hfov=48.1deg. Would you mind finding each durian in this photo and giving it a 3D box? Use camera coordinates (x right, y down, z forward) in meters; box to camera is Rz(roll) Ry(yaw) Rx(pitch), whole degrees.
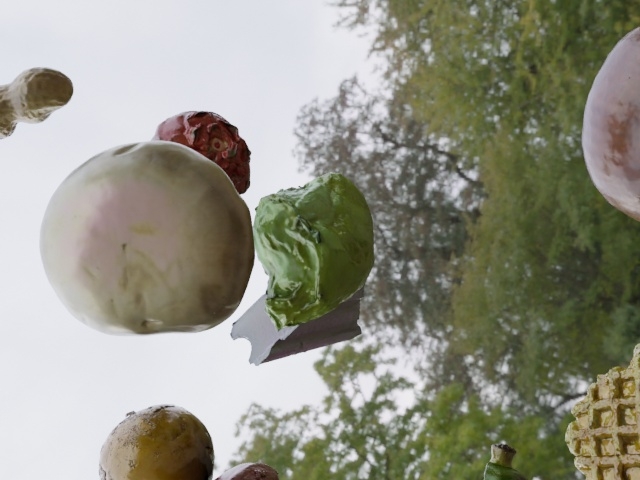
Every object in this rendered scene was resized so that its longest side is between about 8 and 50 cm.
[{"bbox_3d":[0.000,0.000,1.415,0.339,0.204,0.256,-26,-92,-44],"label":"durian"}]

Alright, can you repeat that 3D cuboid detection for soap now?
[{"bbox_3d":[-0.051,0.141,1.723,0.302,0.159,0.258,-14,-45,-26],"label":"soap"}]

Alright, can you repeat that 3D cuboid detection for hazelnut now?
[{"bbox_3d":[0.691,-0.216,1.331,0.359,0.359,0.409,-41,-42,-43],"label":"hazelnut"}]

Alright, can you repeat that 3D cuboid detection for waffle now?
[{"bbox_3d":[0.404,0.249,0.878,0.058,0.238,0.243,22,-72,-28],"label":"waffle"}]

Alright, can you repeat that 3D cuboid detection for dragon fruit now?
[{"bbox_3d":[-0.264,-0.159,1.546,0.241,0.241,0.252,-52,-24,-34],"label":"dragon fruit"}]

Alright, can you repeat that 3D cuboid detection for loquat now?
[{"bbox_3d":[-0.324,0.443,1.429,0.235,0.235,0.235,-26,-58,-51],"label":"loquat"}]

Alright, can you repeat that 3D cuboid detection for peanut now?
[{"bbox_3d":[-0.583,-0.262,1.385,0.104,0.227,0.086,54,-161,-52],"label":"peanut"}]

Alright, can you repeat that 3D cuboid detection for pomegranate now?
[{"bbox_3d":[0.342,0.474,1.328,0.169,0.122,0.143,-58,-36,-8],"label":"pomegranate"}]

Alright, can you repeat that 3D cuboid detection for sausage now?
[{"bbox_3d":[-0.154,0.510,1.343,0.279,0.152,0.152,3,-81,-75],"label":"sausage"}]

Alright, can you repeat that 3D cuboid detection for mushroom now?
[{"bbox_3d":[-0.281,0.021,1.232,0.353,0.325,0.353,-29,-25,-15],"label":"mushroom"}]
